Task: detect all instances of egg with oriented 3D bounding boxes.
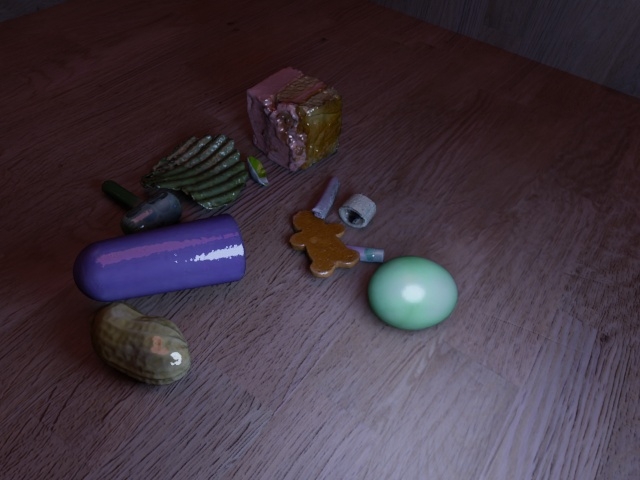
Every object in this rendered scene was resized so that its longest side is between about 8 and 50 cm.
[{"bbox_3d":[0.273,0.154,1.415,0.270,0.220,0.220,0,48,-8],"label":"egg"}]

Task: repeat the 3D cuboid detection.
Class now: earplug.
[{"bbox_3d":[-0.461,0.058,1.377,0.456,0.215,0.215,-11,49,-28],"label":"earplug"}]

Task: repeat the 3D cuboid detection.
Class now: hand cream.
[{"bbox_3d":[0.128,0.047,1.622,0.174,0.047,0.076,5,46,11],"label":"hand cream"}]

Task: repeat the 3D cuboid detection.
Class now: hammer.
[{"bbox_3d":[-0.649,-0.125,1.650,0.335,0.119,0.206,29,50,27],"label":"hammer"}]

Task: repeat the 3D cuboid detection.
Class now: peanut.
[{"bbox_3d":[-0.489,0.267,1.268,0.340,0.158,0.174,18,64,13],"label":"peanut"}]

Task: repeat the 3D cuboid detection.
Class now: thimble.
[{"bbox_3d":[0.132,-0.105,1.716,0.115,0.102,0.090,9,41,37],"label":"thimble"}]

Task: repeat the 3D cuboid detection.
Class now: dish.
[{"bbox_3d":[-0.250,-0.260,1.851,0.091,0.039,0.137,13,48,-59],"label":"dish"}]

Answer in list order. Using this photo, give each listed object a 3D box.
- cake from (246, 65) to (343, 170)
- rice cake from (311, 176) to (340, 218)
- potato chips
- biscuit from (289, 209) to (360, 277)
[{"bbox_3d":[-0.105,-0.482,1.899,0.307,0.314,0.293,37,56,22],"label":"cake"},{"bbox_3d":[0.024,-0.162,1.766,0.055,0.049,0.270,3,35,18],"label":"rice cake"},{"bbox_3d":[-0.461,-0.268,1.798,0.373,0.097,0.389,15,45,7],"label":"potato chips"},{"bbox_3d":[-0.001,0.002,1.633,0.205,0.049,0.324,-19,47,-21],"label":"biscuit"}]
